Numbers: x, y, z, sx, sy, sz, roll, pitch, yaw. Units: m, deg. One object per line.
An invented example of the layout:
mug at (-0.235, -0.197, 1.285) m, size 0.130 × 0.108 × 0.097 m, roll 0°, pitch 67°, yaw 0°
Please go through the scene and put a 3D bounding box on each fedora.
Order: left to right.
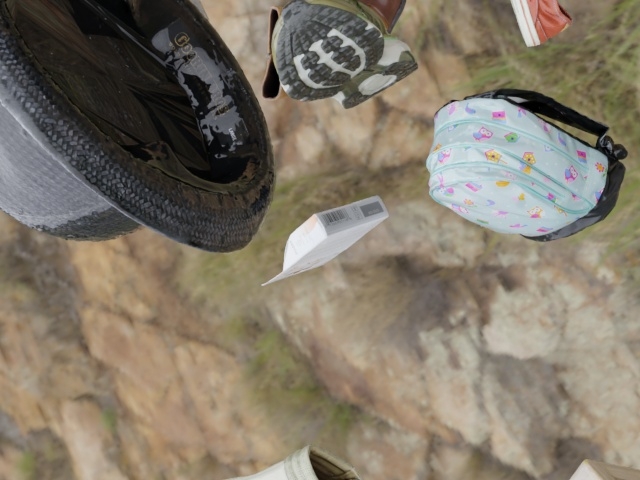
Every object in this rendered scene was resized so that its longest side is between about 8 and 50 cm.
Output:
fedora at (-0.190, -0.104, 0.934) m, size 0.152 × 0.334 × 0.334 m, roll -34°, pitch 80°, yaw 26°

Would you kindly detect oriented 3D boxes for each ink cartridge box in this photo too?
ink cartridge box at (0.000, 0.000, 1.872) m, size 0.179 × 0.145 × 0.045 m, roll -35°, pitch 78°, yaw 45°

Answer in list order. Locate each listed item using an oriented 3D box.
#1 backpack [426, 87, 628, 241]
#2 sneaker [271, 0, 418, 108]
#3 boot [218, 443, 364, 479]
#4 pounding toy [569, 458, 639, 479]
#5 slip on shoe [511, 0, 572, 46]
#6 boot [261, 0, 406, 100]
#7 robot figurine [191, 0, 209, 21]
backpack at (0.190, -0.070, 1.197) m, size 0.152 × 0.182 × 0.115 m, roll -25°, pitch 49°, yaw 46°
sneaker at (0.002, -0.303, 1.738) m, size 0.158 × 0.410 × 0.182 m, roll -34°, pitch 79°, yaw 12°
boot at (-0.012, 0.306, 1.272) m, size 0.165 × 0.077 × 0.213 m, roll -27°, pitch 118°, yaw 23°
pounding toy at (0.162, 0.197, 0.569) m, size 0.094 × 0.206 × 0.181 m, roll -61°, pitch 36°, yaw 19°
slip on shoe at (0.364, -0.502, 2.152) m, size 0.123 × 0.101 × 0.331 m, roll -91°, pitch -19°, yaw -59°
boot at (0.010, -0.361, 1.941) m, size 0.096 × 0.280 × 0.264 m, roll 26°, pitch 114°, yaw 36°
robot figurine at (-0.246, -0.268, 1.471) m, size 0.300 × 0.200 × 0.353 m, roll 14°, pitch 139°, yaw 49°
